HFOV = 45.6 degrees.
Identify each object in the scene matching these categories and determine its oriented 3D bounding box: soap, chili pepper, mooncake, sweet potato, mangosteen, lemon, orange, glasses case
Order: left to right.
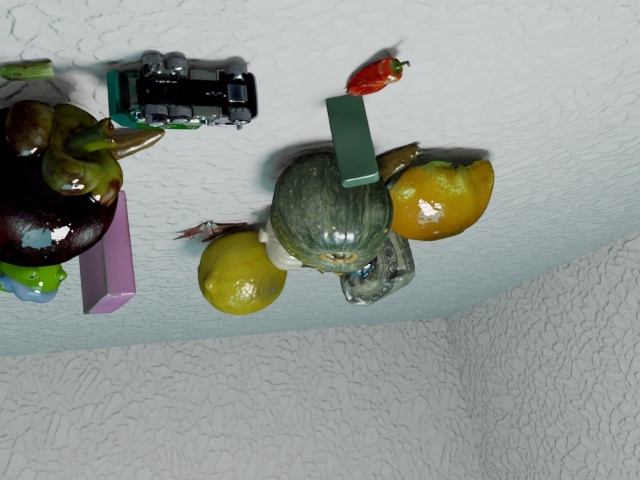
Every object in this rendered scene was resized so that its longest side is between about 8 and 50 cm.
[{"bbox_3d":[-0.498,-0.105,1.312,0.296,0.297,0.313,-7,153,-12],"label":"mangosteen"},{"bbox_3d":[-0.509,0.032,1.794,0.081,0.260,0.181,1,159,-35],"label":"soap"},{"bbox_3d":[-0.392,-0.188,1.502,0.182,0.053,0.054,-13,158,8],"label":"sweet potato"},{"bbox_3d":[-0.223,0.090,2.181,0.267,0.268,0.267,-10,163,-3],"label":"lemon"},{"bbox_3d":[0.063,-0.199,1.509,0.077,0.184,0.039,-11,161,2],"label":"glasses case"},{"bbox_3d":[0.155,0.054,2.286,0.250,0.255,0.136,-28,168,39],"label":"mooncake"},{"bbox_3d":[0.107,-0.307,1.422,0.059,0.050,0.191,-2,173,-36],"label":"chili pepper"},{"bbox_3d":[0.161,-0.171,1.884,0.081,0.062,0.233,-23,169,-34],"label":"sweet potato"},{"bbox_3d":[0.299,-0.107,1.957,0.334,0.196,0.262,-1,149,-30],"label":"orange"}]

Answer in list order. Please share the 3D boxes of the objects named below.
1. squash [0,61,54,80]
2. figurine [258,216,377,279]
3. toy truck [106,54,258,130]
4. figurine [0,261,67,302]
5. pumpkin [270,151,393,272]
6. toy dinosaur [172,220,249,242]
[{"bbox_3d":[-0.473,-0.271,1.224,0.083,0.028,0.027,-8,163,-10],"label":"squash"},{"bbox_3d":[-0.012,0.026,2.105,0.204,0.185,0.332,-46,125,10],"label":"figurine"},{"bbox_3d":[-0.241,-0.245,1.317,0.253,0.114,0.124,-2,175,-26],"label":"toy truck"},{"bbox_3d":[-0.802,0.094,2.054,0.263,0.143,0.162,-2,165,40],"label":"figurine"},{"bbox_3d":[0.019,-0.062,1.804,0.291,0.258,0.328,8,157,-16],"label":"pumpkin"},{"bbox_3d":[-0.304,-0.027,2.122,0.220,0.032,0.108,-10,161,-9],"label":"toy dinosaur"}]
